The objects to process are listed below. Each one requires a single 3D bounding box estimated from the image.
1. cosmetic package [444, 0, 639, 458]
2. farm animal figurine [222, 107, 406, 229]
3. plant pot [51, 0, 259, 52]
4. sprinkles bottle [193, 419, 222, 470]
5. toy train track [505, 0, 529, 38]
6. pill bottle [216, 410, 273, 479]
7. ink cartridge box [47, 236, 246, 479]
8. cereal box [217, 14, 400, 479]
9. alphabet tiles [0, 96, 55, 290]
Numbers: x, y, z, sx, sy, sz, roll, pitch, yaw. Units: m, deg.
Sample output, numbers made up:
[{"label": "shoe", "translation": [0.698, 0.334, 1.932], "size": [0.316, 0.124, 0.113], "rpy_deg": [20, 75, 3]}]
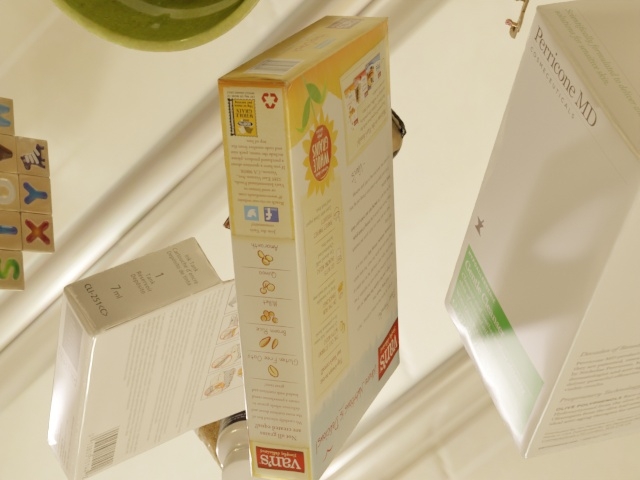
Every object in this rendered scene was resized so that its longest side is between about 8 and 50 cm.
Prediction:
[{"label": "cosmetic package", "translation": [0.240, -0.007, 1.177], "size": [0.155, 0.365, 0.197], "rpy_deg": [-10, -131, -18]}, {"label": "farm animal figurine", "translation": [0.026, -0.110, 1.978], "size": [0.172, 0.327, 0.330], "rpy_deg": [34, -119, -7]}, {"label": "plant pot", "translation": [-0.112, -0.343, 1.303], "size": [0.276, 0.276, 0.254], "rpy_deg": [48, -147, -3]}, {"label": "sprinkles bottle", "translation": [-0.172, 0.192, 2.044], "size": [0.121, 0.121, 0.355], "rpy_deg": [16, -150, -53]}, {"label": "toy train track", "translation": [0.171, -0.208, 1.183], "size": [0.014, 0.083, 0.048], "rpy_deg": [18, -138, 1]}, {"label": "pill bottle", "translation": [-0.083, 0.246, 1.792], "size": [0.094, 0.094, 0.169], "rpy_deg": [40, -151, -21]}, {"label": "ink cartridge box", "translation": [-0.135, 0.106, 1.400], "size": [0.261, 0.296, 0.066], "rpy_deg": [-21, -118, -27]}, {"label": "cereal box", "translation": [0.000, 0.000, 0.836], "size": [0.173, 0.047, 0.240], "rpy_deg": [-44, -45, -62]}, {"label": "alphabet tiles", "translation": [-0.512, -0.076, 1.934], "size": [0.343, 0.011, 0.285], "rpy_deg": [6, -105, -47]}]
